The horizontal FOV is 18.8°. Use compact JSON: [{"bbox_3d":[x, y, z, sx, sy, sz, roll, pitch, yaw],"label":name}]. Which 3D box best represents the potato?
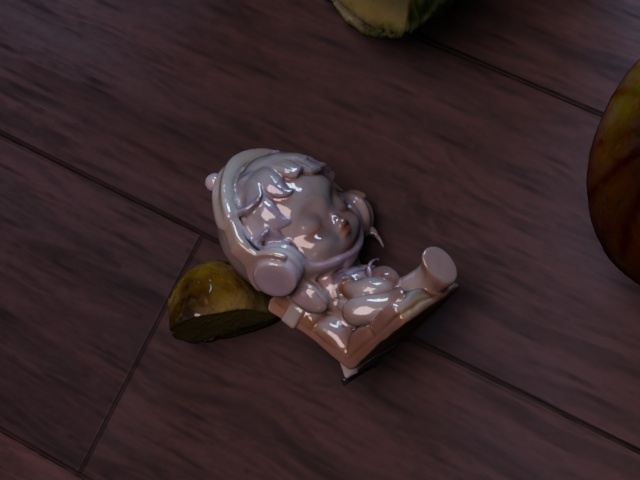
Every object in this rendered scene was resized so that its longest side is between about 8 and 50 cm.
[{"bbox_3d":[-0.095,0.048,1.728,0.096,0.103,0.066,-19,75,13],"label":"potato"}]

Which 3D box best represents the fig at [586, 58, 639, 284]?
[{"bbox_3d":[0.328,-0.056,1.557,0.235,0.214,0.235,0,94,0],"label":"fig"}]

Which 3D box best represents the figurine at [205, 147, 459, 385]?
[{"bbox_3d":[-0.002,0.002,1.680,0.237,0.162,0.141,46,127,17],"label":"figurine"}]

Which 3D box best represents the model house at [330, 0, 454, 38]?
[{"bbox_3d":[0.097,-0.371,1.718,0.266,0.261,0.321,-31,85,-16],"label":"model house"}]
